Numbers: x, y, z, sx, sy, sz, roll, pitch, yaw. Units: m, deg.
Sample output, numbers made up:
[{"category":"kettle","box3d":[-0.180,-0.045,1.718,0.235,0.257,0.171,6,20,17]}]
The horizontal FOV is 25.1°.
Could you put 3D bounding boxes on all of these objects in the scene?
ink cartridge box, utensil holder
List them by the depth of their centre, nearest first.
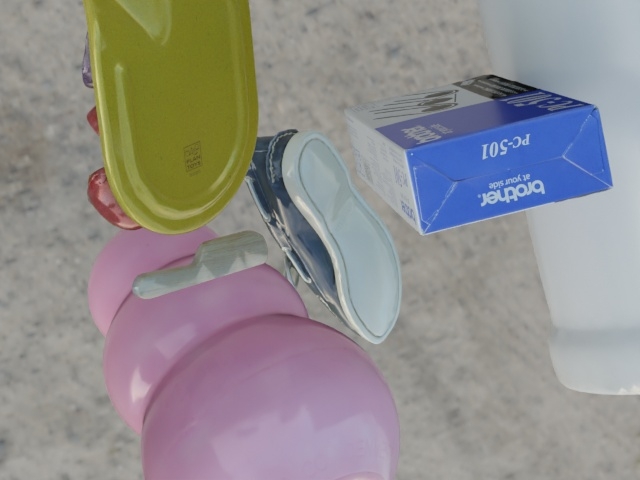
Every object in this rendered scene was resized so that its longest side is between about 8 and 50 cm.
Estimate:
[{"category":"ink cartridge box","box3d":[0.077,-0.052,0.777,0.097,0.207,0.046,-13,102,-4]},{"category":"utensil holder","box3d":[0.264,-0.130,0.920,0.328,0.385,0.327,-15,-179,0]}]

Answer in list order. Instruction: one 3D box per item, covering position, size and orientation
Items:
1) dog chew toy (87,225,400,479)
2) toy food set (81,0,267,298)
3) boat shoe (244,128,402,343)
[{"category":"dog chew toy","box3d":[-0.081,0.106,1.172,0.207,0.332,0.206,-24,143,-20]},{"category":"toy food set","box3d":[-0.102,-0.076,0.843,0.128,0.071,0.217,-27,121,-47]},{"category":"boat shoe","box3d":[0.000,0.000,1.318,0.079,0.095,0.254,5,145,34]}]
